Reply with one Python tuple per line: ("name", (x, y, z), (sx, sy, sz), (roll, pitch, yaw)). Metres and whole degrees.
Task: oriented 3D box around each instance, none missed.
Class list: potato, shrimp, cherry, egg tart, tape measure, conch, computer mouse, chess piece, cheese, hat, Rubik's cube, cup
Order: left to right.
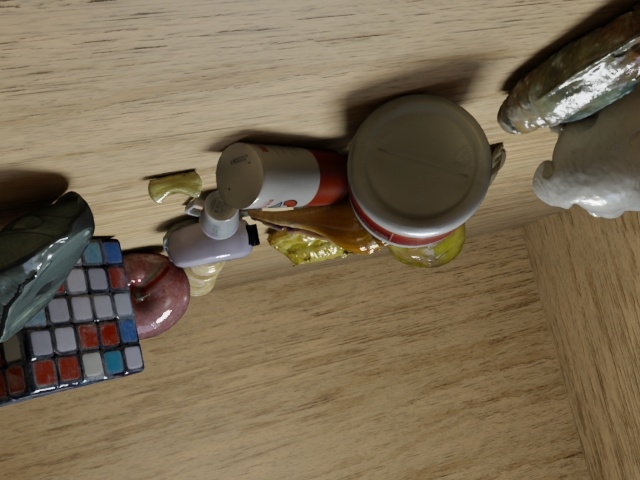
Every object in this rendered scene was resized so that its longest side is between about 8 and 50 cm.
("computer mouse", (-0.456, 0.038, 1.097), (0.374, 0.114, 0.203), (-40, -173, 47))
("Rubik's cube", (-0.566, 0.164, 1.439), (0.287, 0.292, 0.293), (-18, 170, 28))
("cherry", (-0.434, 0.133, 1.752), (0.236, 0.213, 0.285), (6, 177, -22))
("cheese", (-0.226, -0.081, 1.141), (0.083, 0.044, 0.030), (-14, -170, -15))
("chess piece", (-0.297, 0.054, 1.827), (0.117, 0.117, 0.397), (-11, 170, -17))
("cup", (-0.200, -0.053, 1.357), (0.104, 0.074, 0.116), (16, 165, -5))
("tape measure", (-0.226, -0.005, 1.543), (0.196, 0.105, 0.178), (-8, 178, -29))
("egg tart", (0.000, 0.000, 1.940), (0.290, 0.115, 0.290), (-12, 173, -1))
("conch", (0.016, -0.039, 1.263), (0.330, 0.093, 0.109), (15, -177, 32))
("potato", (0.272, -0.024, 1.951), (0.246, 0.196, 0.299), (-19, 170, 26))
("hat", (0.352, -0.143, 1.580), (0.147, 0.085, 0.175), (-19, 170, 31))
("shrimp", (0.393, -0.228, 0.969), (0.221, 0.110, 0.445), (-18, 178, -14))

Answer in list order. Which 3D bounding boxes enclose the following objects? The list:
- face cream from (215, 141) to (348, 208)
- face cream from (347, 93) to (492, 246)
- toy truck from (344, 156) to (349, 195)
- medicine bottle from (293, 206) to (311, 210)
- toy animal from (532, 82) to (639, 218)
("face cream", (-0.051, -0.098, 1.127), (0.096, 0.096, 0.214), (-19, 171, 37))
("face cream", (0.139, -0.095, 1.080), (0.201, 0.201, 0.187), (-14, 173, 1))
("toy truck", (0.128, -0.078, 1.304), (0.213, 0.177, 0.161), (-19, 170, 40))
("medicine bottle", (-0.001, -0.090, 1.370), (0.055, 0.074, 0.118), (-22, 168, 40))
("toy animal", (0.455, -0.135, 1.197), (0.272, 0.206, 0.265), (-51, 178, 32))
